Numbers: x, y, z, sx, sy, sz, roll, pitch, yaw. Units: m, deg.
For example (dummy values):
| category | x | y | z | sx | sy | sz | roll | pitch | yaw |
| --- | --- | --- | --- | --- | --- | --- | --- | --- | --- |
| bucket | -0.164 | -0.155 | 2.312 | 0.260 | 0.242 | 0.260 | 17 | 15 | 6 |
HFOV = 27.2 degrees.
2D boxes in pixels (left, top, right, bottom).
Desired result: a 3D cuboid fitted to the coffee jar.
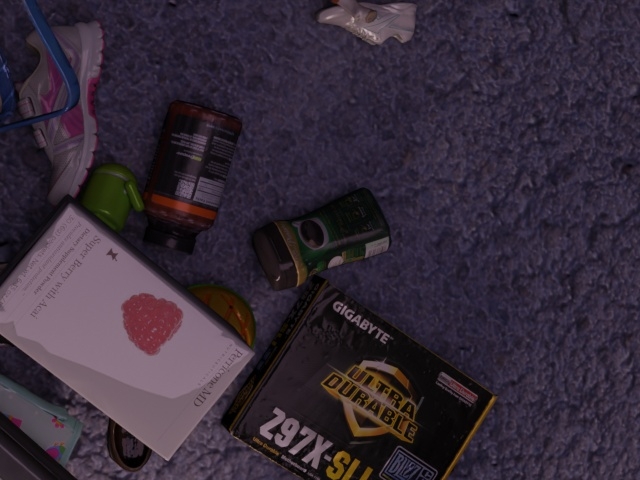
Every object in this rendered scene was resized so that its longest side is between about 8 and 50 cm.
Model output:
| category | x | y | z | sx | sy | sz | roll | pitch | yaw |
| --- | --- | --- | --- | --- | --- | --- | --- | --- | --- |
| coffee jar | 0.000 | 0.000 | 1.858 | 0.184 | 0.079 | 0.096 | -20 | 68 | -14 |

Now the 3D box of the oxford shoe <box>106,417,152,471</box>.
| category | x | y | z | sx | sy | sz | roll | pitch | yaw |
| --- | --- | --- | --- | --- | --- | --- | --- | --- | --- |
| oxford shoe | -0.253 | 0.203 | 1.800 | 0.082 | 0.096 | 0.227 | -6 | 95 | -14 |

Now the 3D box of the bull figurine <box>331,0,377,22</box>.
| category | x | y | z | sx | sy | sz | roll | pitch | yaw |
| --- | --- | --- | --- | --- | --- | --- | --- | --- | --- |
| bull figurine | 0.106 | -0.445 | 1.829 | 0.310 | 0.101 | 0.188 | -36 | 66 | -3 |

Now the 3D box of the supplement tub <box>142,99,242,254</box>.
| category | x | y | z | sx | sy | sz | roll | pitch | yaw |
| --- | --- | --- | --- | --- | --- | --- | --- | --- | --- |
| supplement tub | -0.181 | -0.083 | 1.790 | 0.106 | 0.106 | 0.198 | 17 | 90 | -17 |

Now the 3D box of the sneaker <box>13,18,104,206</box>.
| category | x | y | z | sx | sy | sz | roll | pitch | yaw |
| --- | --- | --- | --- | --- | --- | --- | --- | --- | --- |
| sneaker | -0.350 | -0.169 | 1.740 | 0.111 | 0.103 | 0.252 | 4 | 86 | -15 |

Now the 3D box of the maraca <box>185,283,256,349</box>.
| category | x | y | z | sx | sy | sz | roll | pitch | yaw |
| --- | --- | --- | --- | --- | --- | --- | --- | --- | --- |
| maraca | -0.173 | 0.122 | 1.808 | 0.185 | 0.099 | 0.127 | 3 | 80 | -27 |

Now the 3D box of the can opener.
| category | x | y | z | sx | sy | sz | roll | pitch | yaw |
| --- | --- | --- | --- | --- | --- | --- | --- | --- | --- |
| can opener | -0.424 | 0.253 | 1.623 | 0.095 | 0.076 | 0.283 | -42 | 106 | 8 |

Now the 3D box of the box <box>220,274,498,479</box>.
| category | x | y | z | sx | sy | sz | roll | pitch | yaw |
| --- | --- | --- | --- | --- | --- | --- | --- | --- | --- |
| box | 0.057 | 0.243 | 1.906 | 0.322 | 0.079 | 0.257 | 35 | 86 | -17 |

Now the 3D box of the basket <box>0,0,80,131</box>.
| category | x | y | z | sx | sy | sz | roll | pitch | yaw |
| --- | --- | --- | --- | --- | --- | --- | --- | --- | --- |
| basket | -0.451 | -0.233 | 1.606 | 0.289 | 0.201 | 0.255 | -20 | 100 | 23 |

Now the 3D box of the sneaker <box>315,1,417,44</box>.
| category | x | y | z | sx | sy | sz | roll | pitch | yaw |
| --- | --- | --- | --- | --- | --- | --- | --- | --- | --- |
| sneaker | 0.067 | -0.308 | 1.872 | 0.152 | 0.053 | 0.061 | -2 | 98 | -17 |

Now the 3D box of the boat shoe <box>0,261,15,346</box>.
| category | x | y | z | sx | sy | sz | roll | pitch | yaw |
| --- | --- | --- | --- | --- | --- | --- | --- | --- | --- |
| boat shoe | -0.442 | 0.081 | 1.745 | 0.335 | 0.095 | 0.112 | 10 | 79 | -22 |

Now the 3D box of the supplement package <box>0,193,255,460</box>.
| category | x | y | z | sx | sy | sz | roll | pitch | yaw |
| --- | --- | --- | --- | --- | --- | --- | --- | --- | --- |
| supplement package | -0.255 | 0.103 | 1.651 | 0.293 | 0.175 | 0.177 | 40 | 86 | -13 |

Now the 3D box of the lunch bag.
| category | x | y | z | sx | sy | sz | roll | pitch | yaw |
| --- | --- | --- | --- | --- | --- | --- | --- | --- | --- |
| lunch bag | -0.464 | 0.288 | 1.712 | 0.223 | 0.160 | 0.262 | 35 | 90 | -16 |

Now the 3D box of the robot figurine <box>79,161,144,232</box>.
| category | x | y | z | sx | sy | sz | roll | pitch | yaw |
| --- | --- | --- | --- | --- | --- | --- | --- | --- | --- |
| robot figurine | -0.285 | -0.054 | 1.767 | 0.067 | 0.101 | 0.115 | 42 | 51 | -37 |
